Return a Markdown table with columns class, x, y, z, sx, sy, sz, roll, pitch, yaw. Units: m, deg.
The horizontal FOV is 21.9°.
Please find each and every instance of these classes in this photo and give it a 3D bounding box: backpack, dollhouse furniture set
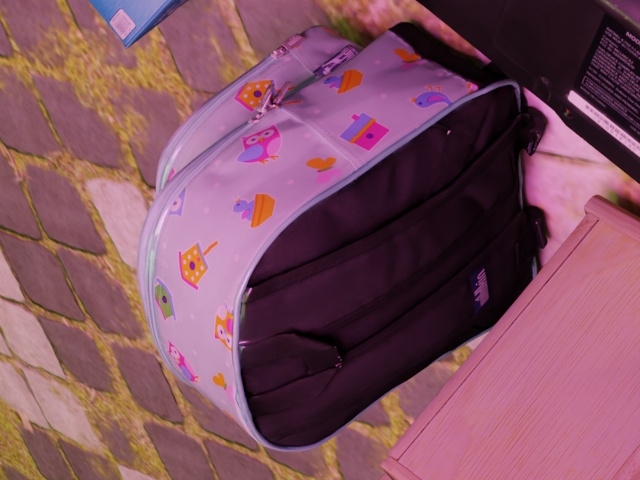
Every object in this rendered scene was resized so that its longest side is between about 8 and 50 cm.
| class | x | y | z | sx | sy | sz | roll | pitch | yaw |
| --- | --- | --- | --- | --- | --- | --- | --- | --- | --- |
| backpack | 0.000 | 0.000 | 0.785 | 0.144 | 0.188 | 0.166 | 29 | 145 | 31 |
| dollhouse furniture set | 0.152 | 0.120 | 0.805 | 0.212 | 0.161 | 0.242 | 34 | 168 | 35 |

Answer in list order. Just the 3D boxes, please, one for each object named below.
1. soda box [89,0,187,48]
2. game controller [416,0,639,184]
| class | x | y | z | sx | sy | sz | roll | pitch | yaw |
| --- | --- | --- | --- | --- | --- | --- | --- | --- | --- |
| soda box | -0.054 | -0.170 | 0.780 | 0.067 | 0.071 | 0.210 | 51 | 150 | -6 |
| game controller | 0.142 | -0.080 | 0.653 | 0.319 | 0.067 | 0.166 | 41 | 164 | 14 |
